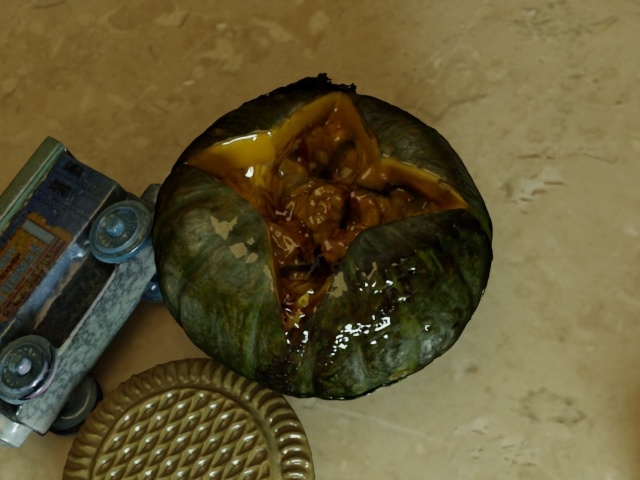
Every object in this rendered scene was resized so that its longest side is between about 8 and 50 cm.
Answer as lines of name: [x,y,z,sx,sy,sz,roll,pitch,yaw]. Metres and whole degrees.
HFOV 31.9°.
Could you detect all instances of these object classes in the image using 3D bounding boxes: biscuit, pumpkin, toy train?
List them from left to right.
toy train: [-0.271,0.054,1.134,0.202,0.131,0.300,26,73,30]
biscuit: [-0.122,0.238,1.036,0.259,0.079,0.259,-4,65,9]
pumpkin: [0.000,0.000,1.041,0.320,0.192,0.320,1,55,-1]
